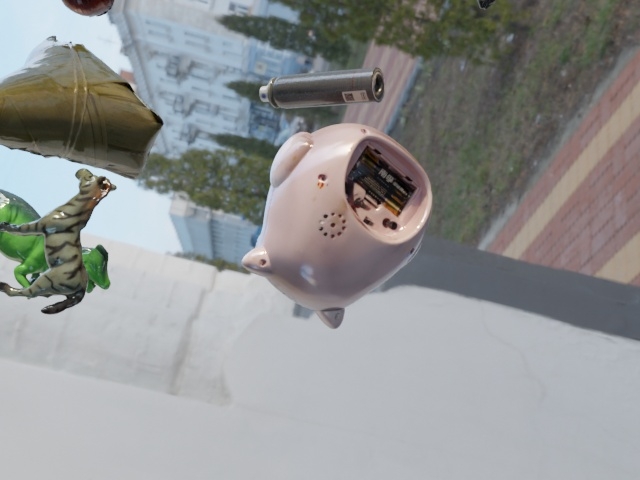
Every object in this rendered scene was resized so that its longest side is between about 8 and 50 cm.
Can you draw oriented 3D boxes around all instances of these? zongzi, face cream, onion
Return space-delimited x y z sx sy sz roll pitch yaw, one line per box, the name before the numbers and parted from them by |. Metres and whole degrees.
zongzi | -0.551 -0.293 1.304 0.447 0.418 0.181 41 117 35
face cream | -0.003 -0.324 1.507 0.073 0.283 0.073 -8 -81 -62
onion | -0.527 -0.569 1.589 0.131 0.131 0.131 -166 90 -85

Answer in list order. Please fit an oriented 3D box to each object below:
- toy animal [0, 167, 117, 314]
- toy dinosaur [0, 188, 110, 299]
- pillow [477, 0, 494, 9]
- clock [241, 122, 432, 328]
toy animal | -0.463 -0.006 1.201 0.090 0.170 0.255 8 -86 -81
toy dinosaur | -0.717 -0.096 1.649 0.144 0.374 0.500 -62 -36 -76
pillow | 0.416 -0.702 1.666 0.186 0.106 0.250 124 151 -60
clock | 0.044 -0.038 1.427 0.377 0.368 0.250 -59 24 -14
